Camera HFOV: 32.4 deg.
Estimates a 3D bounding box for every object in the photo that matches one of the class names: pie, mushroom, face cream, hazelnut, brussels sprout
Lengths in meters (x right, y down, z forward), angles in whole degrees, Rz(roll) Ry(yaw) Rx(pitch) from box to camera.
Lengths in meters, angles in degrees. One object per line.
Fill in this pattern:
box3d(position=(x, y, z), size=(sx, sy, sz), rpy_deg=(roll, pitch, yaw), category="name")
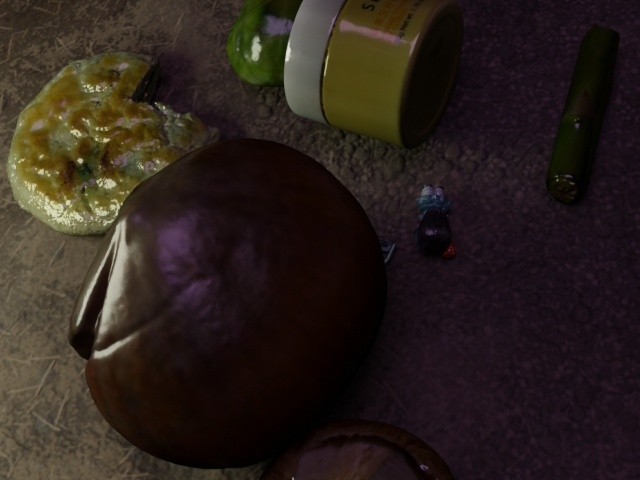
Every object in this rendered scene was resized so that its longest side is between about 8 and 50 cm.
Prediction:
box3d(position=(-0.321, -0.139, 1.654), size=(0.337, 0.075, 0.337), rpy_deg=(-5, 61, 10), category="pie")
box3d(position=(0.028, 0.316, 1.264), size=(0.267, 0.254, 0.267), rpy_deg=(1, 37, -1), category="mushroom")
box3d(position=(0.079, -0.254, 1.546), size=(0.179, 0.218, 0.218), rpy_deg=(19, 67, 20), category="face cream")
box3d(position=(-0.122, 0.069, 1.351), size=(0.359, 0.359, 0.409), rpy_deg=(27, 65, 24), category="hazelnut")
box3d(position=(-0.055, -0.312, 1.657), size=(0.161, 0.144, 0.181), rpy_deg=(0, 69, 52), category="brussels sprout")

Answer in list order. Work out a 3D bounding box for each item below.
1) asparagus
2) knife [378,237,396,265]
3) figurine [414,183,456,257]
box3d(position=(0.365, -0.178, 1.532), size=(0.060, 0.067, 0.278), rpy_deg=(-6, 52, 41), category="asparagus")
box3d(position=(0.000, 0.000, 1.542), size=(0.212, 0.015, 0.054), rpy_deg=(17, 74, 20), category="knife")
box3d(position=(0.158, -0.027, 1.507), size=(0.060, 0.047, 0.106), rpy_deg=(20, 52, -23), category="figurine")
